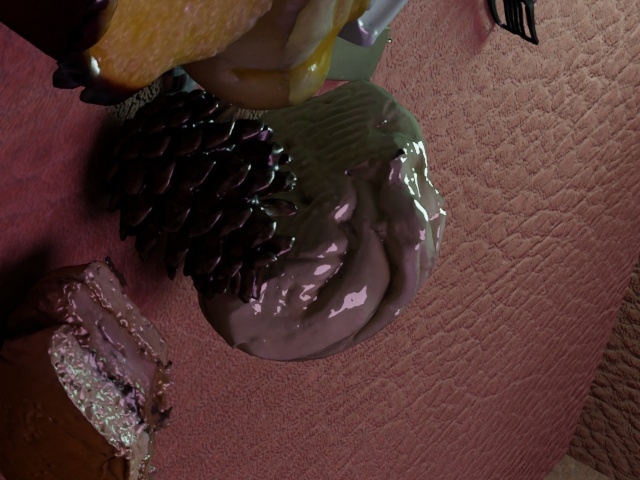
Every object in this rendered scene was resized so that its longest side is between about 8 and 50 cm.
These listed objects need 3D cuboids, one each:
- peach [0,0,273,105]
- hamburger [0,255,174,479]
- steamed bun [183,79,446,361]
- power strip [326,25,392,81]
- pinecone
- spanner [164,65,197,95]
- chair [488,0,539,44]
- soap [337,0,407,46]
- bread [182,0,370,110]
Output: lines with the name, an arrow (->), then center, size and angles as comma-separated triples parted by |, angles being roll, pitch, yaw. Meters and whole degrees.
peach -> -0.124, -0.289, 1.170 | 0.339, 0.353, 0.417 | -36, 128, -15
hamburger -> -0.236, 0.160, 1.710 | 0.282, 0.245, 0.155 | 44, 39, -27
steamed bun -> 0.000, 0.000, 1.892 | 0.320, 0.275, 0.206 | -41, 134, -13
power strip -> 0.033, -0.223, 2.040 | 0.169, 0.028, 0.076 | -6, 121, -63
pinecone -> -0.107, -0.047, 1.691 | 0.179, 0.204, 0.184 | -34, 163, -39
spanner -> -0.069, -0.231, 1.813 | 0.302, 0.017, 0.071 | -45, 154, -36
chair -> 0.279, -0.354, 2.375 | 0.101, 0.084, 0.212 | -57, 158, -4
soap -> 0.056, -0.334, 1.780 | 0.265, 0.159, 0.087 | -52, 158, -26
bread -> -0.050, -0.288, 1.518 | 0.300, 0.210, 0.341 | -52, 160, -57
